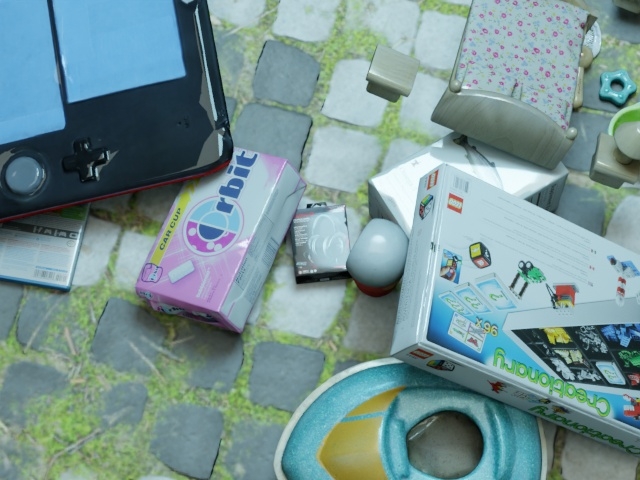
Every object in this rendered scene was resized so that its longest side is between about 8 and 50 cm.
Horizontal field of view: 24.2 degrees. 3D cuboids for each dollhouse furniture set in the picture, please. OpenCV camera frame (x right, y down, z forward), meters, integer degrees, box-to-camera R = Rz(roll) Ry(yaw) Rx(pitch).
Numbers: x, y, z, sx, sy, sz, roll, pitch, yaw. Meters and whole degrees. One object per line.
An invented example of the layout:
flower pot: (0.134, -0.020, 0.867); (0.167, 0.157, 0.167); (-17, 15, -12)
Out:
dollhouse furniture set: (0.261, -0.244, 1.504); (0.355, 0.174, 0.303); (20, 57, -6)

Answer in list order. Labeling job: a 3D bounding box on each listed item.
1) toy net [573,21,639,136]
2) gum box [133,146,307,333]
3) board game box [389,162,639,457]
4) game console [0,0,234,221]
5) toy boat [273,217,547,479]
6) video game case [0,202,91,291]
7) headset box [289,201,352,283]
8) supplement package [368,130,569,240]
toy net: (0.317, -0.185, 1.625); (0.122, 0.045, 0.232); (-32, 73, -8)
gum box: (-0.104, -0.001, 1.552); (0.107, 0.062, 0.188); (15, 72, 28)
board game box: (0.218, 0.071, 1.450); (0.305, 0.053, 0.193); (24, 61, -23)
game console: (-0.286, -0.218, 1.598); (0.342, 0.060, 0.386); (-14, 75, 10)
toy boat: (0.076, 0.142, 1.462); (0.267, 0.148, 0.318); (-10, 77, -1)
video game case: (-0.309, -0.034, 1.610); (0.119, 0.015, 0.166); (9, 72, 5)
headset box: (0.000, 0.000, 1.580); (0.062, 0.032, 0.083); (-5, 73, 0)
supplement package: (0.151, -0.049, 1.553); (0.179, 0.105, 0.105); (-30, 72, -8)
